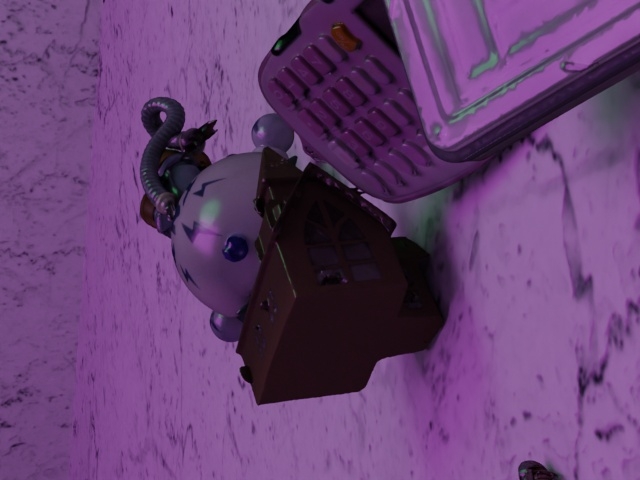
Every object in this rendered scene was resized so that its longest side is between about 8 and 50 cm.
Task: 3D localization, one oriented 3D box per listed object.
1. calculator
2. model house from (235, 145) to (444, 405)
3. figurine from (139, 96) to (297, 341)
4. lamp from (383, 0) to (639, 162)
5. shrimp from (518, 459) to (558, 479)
[{"bbox_3d":[0.060,-0.129,1.286,0.043,0.194,0.294,-54,11,-32],"label":"calculator"},{"bbox_3d":[0.000,0.000,1.467,0.181,0.176,0.248,109,150,-47],"label":"model house"},{"bbox_3d":[-0.099,-0.018,1.801,0.382,0.186,0.261,-148,54,-65],"label":"figurine"},{"bbox_3d":[0.139,-0.218,1.033,0.269,0.047,0.266,-31,69,43],"label":"lamp"},{"bbox_3d":[0.174,0.202,1.173,0.038,0.029,0.092,-57,42,47],"label":"shrimp"}]
